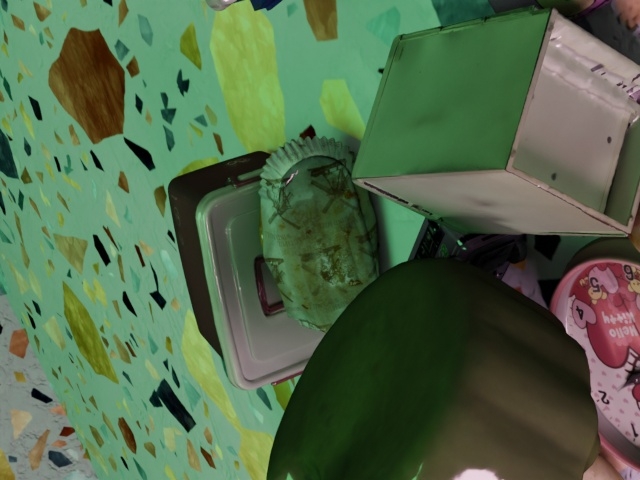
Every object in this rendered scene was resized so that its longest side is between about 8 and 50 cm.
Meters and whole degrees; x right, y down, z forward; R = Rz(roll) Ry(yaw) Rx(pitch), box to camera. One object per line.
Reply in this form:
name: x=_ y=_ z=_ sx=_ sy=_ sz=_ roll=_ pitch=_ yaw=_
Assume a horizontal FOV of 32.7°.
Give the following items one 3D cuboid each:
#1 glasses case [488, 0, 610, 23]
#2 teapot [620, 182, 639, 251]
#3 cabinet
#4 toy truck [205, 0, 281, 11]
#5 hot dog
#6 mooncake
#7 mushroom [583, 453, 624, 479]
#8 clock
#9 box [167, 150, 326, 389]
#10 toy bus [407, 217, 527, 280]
glasses case: x=0.222 y=-0.257 z=0.830 sx=0.123 sy=0.076 sz=0.316 roll=65 pitch=151 yaw=3
teapot: x=0.295 y=-0.033 z=0.892 sx=0.068 sy=0.076 sz=0.121 roll=-24 pitch=61 yaw=51
cabinet: x=0.158 y=-0.097 z=0.933 sx=0.206 sy=0.145 sz=0.150 roll=2 pitch=72 yaw=58
toy truck: x=-0.092 y=-0.354 z=1.170 sx=0.161 sy=0.177 sz=0.213 roll=-15 pitch=99 yaw=62
hot dog: x=0.000 y=0.000 z=1.329 sx=0.075 sy=0.144 sz=0.268 roll=-112 pitch=10 yaw=-60
mooncake: x=0.100 y=0.188 z=1.021 sx=0.187 sy=0.351 sz=0.351 roll=29 pitch=155 yaw=-16
mushroom: x=0.228 y=0.269 z=1.147 sx=0.189 sy=0.195 sz=0.254 roll=39 pitch=156 yaw=-23
clock: x=0.304 y=0.108 z=0.993 sx=0.244 sy=0.056 sz=0.244 roll=36 pitch=138 yaw=42
box: x=-0.085 y=0.028 z=1.441 sx=0.167 sy=0.193 sz=0.294 roll=29 pitch=134 yaw=55
toy bus: x=0.143 y=0.025 z=1.164 sx=0.098 sy=0.087 sz=0.178 roll=57 pitch=153 yaw=26
